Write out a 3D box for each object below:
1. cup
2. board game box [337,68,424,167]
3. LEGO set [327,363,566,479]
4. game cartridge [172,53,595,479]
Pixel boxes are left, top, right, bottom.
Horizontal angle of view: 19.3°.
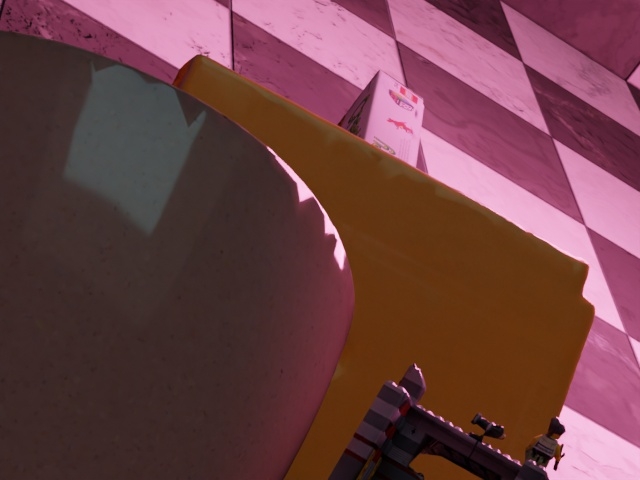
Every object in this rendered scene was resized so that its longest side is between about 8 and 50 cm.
[{"bbox_3d":[-0.165,0.096,0.887,0.331,0.331,0.237,29,50,-20],"label":"cup"},{"bbox_3d":[0.000,0.000,1.437,0.053,0.193,0.305,34,21,-8],"label":"board game box"},{"bbox_3d":[0.117,0.206,1.013,0.331,0.192,0.255,27,-9,25],"label":"LEGO set"},{"bbox_3d":[0.001,0.077,1.206,0.324,0.285,0.053,28,-19,-15],"label":"game cartridge"}]
